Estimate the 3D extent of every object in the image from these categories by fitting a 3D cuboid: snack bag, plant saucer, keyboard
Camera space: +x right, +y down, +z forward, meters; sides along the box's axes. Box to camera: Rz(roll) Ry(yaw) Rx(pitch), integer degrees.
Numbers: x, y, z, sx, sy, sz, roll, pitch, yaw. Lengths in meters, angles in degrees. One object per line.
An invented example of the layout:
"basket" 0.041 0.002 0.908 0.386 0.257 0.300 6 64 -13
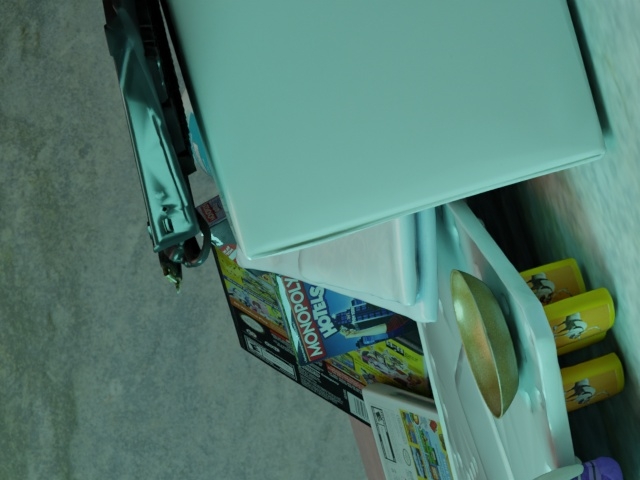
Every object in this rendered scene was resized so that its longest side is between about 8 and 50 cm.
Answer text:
"snack bag" -0.012 -0.123 0.948 0.342 0.037 0.323 -166 72 -67
"plant saucer" 0.089 0.053 0.741 0.083 0.015 0.083 164 90 -85
"keyboard" -0.093 -0.104 0.727 0.317 0.033 0.201 -107 8 -51

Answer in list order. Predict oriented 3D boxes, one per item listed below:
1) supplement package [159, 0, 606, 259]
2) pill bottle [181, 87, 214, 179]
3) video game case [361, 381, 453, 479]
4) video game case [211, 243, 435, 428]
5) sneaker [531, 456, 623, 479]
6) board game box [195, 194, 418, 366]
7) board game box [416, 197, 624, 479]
"supplement package" 0.001 -0.154 0.687 0.177 0.175 0.293 -166 60 -85
"pill bottle" -0.029 -0.089 1.347 0.264 0.146 0.146 41 150 55
"video game case" 0.122 0.257 1.331 0.206 0.026 0.227 7 114 66
"video game case" 0.012 0.104 1.454 0.275 0.035 0.248 29 154 24
"sneaker" 0.162 0.183 0.695 0.170 0.071 0.068 59 -170 -18
"board game box" 0.000 0.000 1.179 0.060 0.194 0.194 -116 11 -67
"board game box" 0.131 0.125 0.925 0.390 0.050 0.390 -114 8 -64
